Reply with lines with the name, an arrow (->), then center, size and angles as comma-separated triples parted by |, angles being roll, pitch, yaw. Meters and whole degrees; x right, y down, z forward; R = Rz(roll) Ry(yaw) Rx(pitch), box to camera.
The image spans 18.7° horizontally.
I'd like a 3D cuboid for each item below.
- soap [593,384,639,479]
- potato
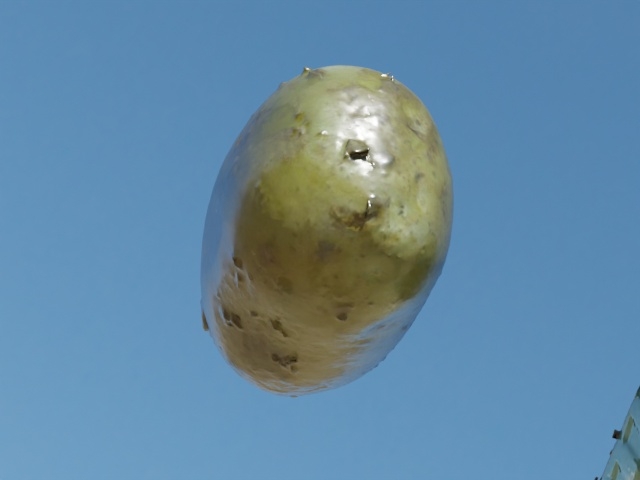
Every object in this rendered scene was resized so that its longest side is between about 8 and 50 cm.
soap -> 0.275, 0.170, 1.411 | 0.091, 0.145, 0.230 | 13, -72, -16
potato -> 0.000, 0.000, 1.439 | 0.173, 0.210, 0.307 | 1, -34, -16
